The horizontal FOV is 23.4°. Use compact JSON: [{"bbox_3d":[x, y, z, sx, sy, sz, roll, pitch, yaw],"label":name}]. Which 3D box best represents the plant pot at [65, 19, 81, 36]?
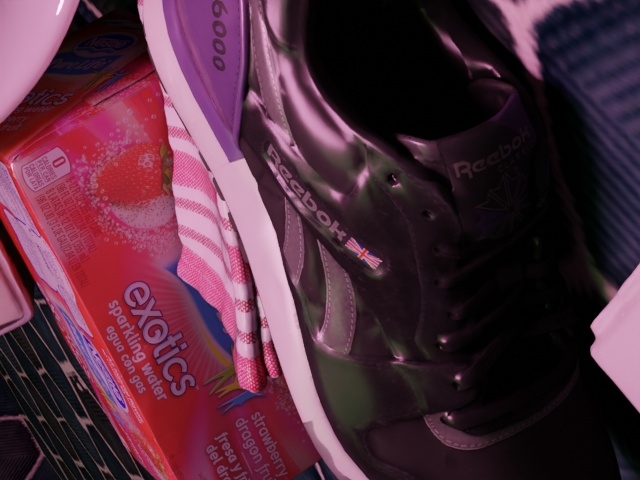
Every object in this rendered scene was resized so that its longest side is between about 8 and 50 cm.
[{"bbox_3d":[-0.152,-0.070,1.042,0.236,0.032,0.236,49,162,22],"label":"plant pot"}]

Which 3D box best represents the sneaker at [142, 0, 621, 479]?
[{"bbox_3d":[0.036,0.003,0.543,0.283,0.107,0.124,59,157,-8],"label":"sneaker"}]

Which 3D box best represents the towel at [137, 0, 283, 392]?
[{"bbox_3d":[-0.055,-0.046,0.694,0.144,0.029,0.197,-127,26,-66],"label":"towel"}]

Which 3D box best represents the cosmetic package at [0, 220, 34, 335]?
[{"bbox_3d":[-0.271,-0.032,0.978,0.296,0.153,0.129,-110,-3,-66],"label":"cosmetic package"}]

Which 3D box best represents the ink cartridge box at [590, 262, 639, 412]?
[{"bbox_3d":[0.173,0.058,0.259,0.237,0.100,0.172,51,162,14],"label":"ink cartridge box"}]

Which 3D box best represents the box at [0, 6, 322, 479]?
[{"bbox_3d":[-0.087,0.016,0.859,0.128,0.122,0.257,32,150,56],"label":"box"}]

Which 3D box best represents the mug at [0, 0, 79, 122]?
[{"bbox_3d":[-0.282,-0.249,0.753,0.328,0.276,0.374,48,132,52],"label":"mug"}]
